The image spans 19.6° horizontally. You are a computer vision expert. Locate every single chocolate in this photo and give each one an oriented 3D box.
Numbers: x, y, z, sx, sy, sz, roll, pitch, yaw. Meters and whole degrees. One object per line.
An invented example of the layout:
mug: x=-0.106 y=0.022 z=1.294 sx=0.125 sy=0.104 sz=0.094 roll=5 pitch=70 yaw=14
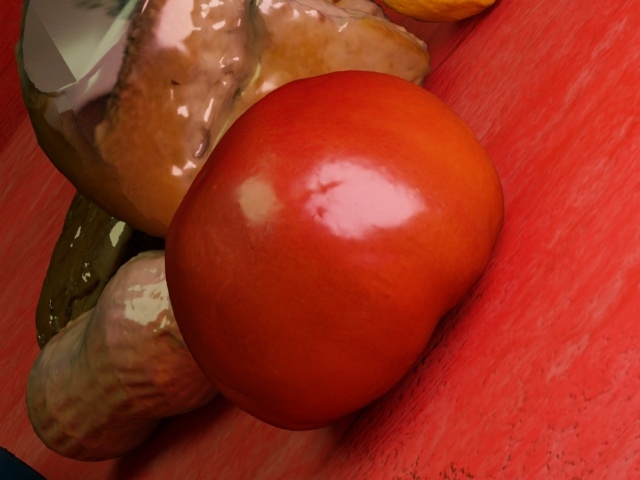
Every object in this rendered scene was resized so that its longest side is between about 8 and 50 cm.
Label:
chocolate: x=-0.152 y=0.095 z=1.544 sx=0.309 sy=0.134 sz=0.134 roll=-34 pitch=27 yaw=52

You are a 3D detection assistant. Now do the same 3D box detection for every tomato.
tomato: x=-0.002 y=0.003 z=1.214 sx=0.260 sy=0.180 sz=0.260 roll=-54 pitch=8 yaw=12

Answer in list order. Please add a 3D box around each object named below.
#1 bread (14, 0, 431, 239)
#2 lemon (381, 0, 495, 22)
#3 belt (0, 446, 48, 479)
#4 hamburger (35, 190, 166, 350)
bread: x=-0.124 y=-0.163 z=1.561 sx=0.239 sy=0.264 sz=0.395 roll=-60 pitch=36 yaw=13
lemon: x=0.101 y=-0.232 z=1.484 sx=0.155 sy=0.114 sz=0.114 roll=-5 pitch=51 yaw=48
belt: x=-0.399 y=0.222 z=1.698 sx=0.173 sy=0.300 sz=0.436 roll=-57 pitch=13 yaw=-11
hamburger: x=-0.188 y=0.007 z=1.805 sx=0.265 sy=0.134 sz=0.285 roll=-41 pitch=20 yaw=36
